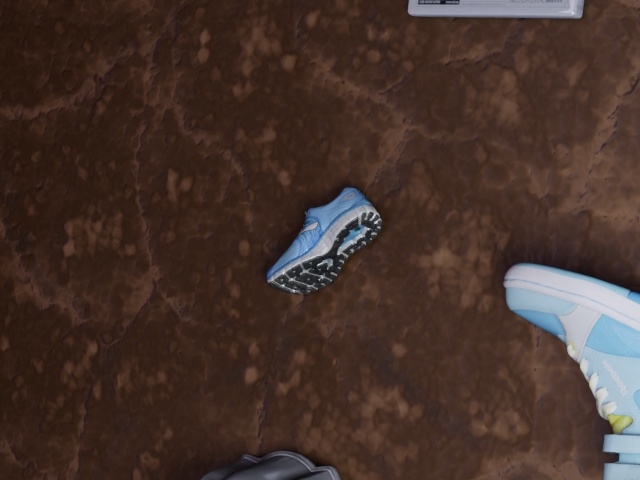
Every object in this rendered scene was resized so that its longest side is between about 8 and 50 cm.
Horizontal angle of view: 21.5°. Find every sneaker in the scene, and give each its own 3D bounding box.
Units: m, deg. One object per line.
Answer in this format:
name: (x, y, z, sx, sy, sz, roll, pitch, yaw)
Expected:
sneaker: (0.291, 0.154, 1.665, 0.319, 0.127, 0.208, 22, 92, 35)
sneaker: (0.000, 0.000, 1.937, 0.162, 0.063, 0.073, -40, 47, 20)

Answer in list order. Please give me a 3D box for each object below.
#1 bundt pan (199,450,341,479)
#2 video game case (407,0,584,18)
bundt pan: (-0.078, 0.404, 1.882, 0.330, 0.124, 0.331, -1, 89, 37)
video game case: (0.200, -0.341, 1.849, 0.212, 0.023, 0.193, 6, 88, 35)
